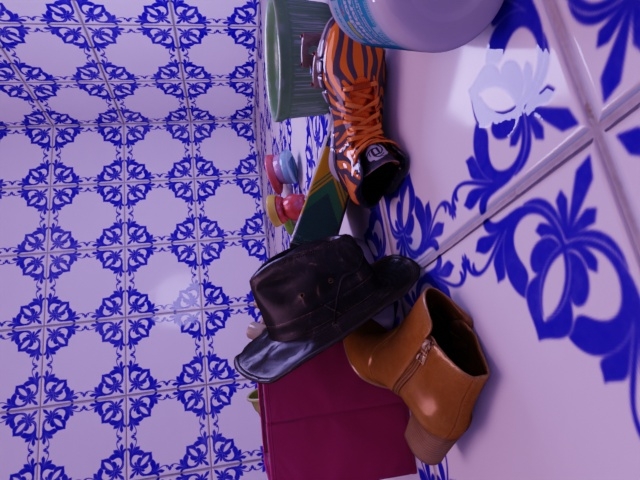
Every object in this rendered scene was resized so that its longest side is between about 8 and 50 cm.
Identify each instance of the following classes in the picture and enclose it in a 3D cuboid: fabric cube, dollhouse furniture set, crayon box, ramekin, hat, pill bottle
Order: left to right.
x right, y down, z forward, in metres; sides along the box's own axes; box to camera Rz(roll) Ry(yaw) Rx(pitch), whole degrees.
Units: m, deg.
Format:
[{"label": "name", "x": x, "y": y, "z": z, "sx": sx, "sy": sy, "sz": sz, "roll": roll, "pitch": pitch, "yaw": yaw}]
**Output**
[{"label": "ramekin", "x": -0.053, "y": -0.461, "z": 1.194, "sx": 0.303, "sy": 0.148, "sz": 0.304, "roll": 176, "pitch": 90, "yaw": -78}, {"label": "hat", "x": -0.018, "y": 0.070, "z": 0.740, "sx": 0.134, "sy": 0.331, "sz": 0.331, "roll": 59, "pitch": 173, "yaw": -10}, {"label": "crayon box", "x": 0.009, "y": -0.054, "z": 1.013, "sx": 0.203, "sy": 0.083, "sz": 0.323, "roll": 101, "pitch": -176, "yaw": -54}, {"label": "fabric cube", "x": 0.010, "y": 0.313, "z": 0.919, "sx": 0.254, "sy": 0.257, "sz": 0.259, "roll": 146, "pitch": 119, "yaw": -76}, {"label": "dollhouse furniture set", "x": 0.032, "y": -0.285, "z": 0.890, "sx": 0.129, "sy": 0.128, "sz": 0.184, "roll": -109, "pitch": 18, "yaw": -51}, {"label": "pill bottle", "x": 0.091, "y": -0.302, "z": 0.546, "sx": 0.264, "sy": 0.146, "sz": 0.146, "roll": -118, "pitch": 26, "yaw": -64}]

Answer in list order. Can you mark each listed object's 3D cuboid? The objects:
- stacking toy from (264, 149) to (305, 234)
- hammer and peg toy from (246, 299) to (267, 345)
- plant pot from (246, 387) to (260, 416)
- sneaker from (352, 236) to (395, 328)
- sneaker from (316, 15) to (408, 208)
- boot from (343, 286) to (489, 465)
[{"label": "stacking toy", "x": -0.101, "y": -0.178, "z": 1.787, "sx": 0.279, "sy": 0.130, "sz": 0.309, "roll": 49, "pitch": -149, "yaw": -63}, {"label": "hammer and peg toy", "x": -0.182, "y": 0.320, "z": 1.687, "sx": 0.361, "sy": 0.127, "sz": 0.266, "roll": -28, "pitch": -47, "yaw": -62}, {"label": "plant pot", "x": -0.092, "y": 0.626, "z": 1.634, "sx": 0.276, "sy": 0.275, "sz": 0.254, "roll": 142, "pitch": 111, "yaw": -77}, {"label": "sneaker", "x": 0.052, "y": 0.078, "z": 0.962, "sx": 0.290, "sy": 0.122, "sz": 0.106, "roll": -114, "pitch": 20, "yaw": -62}, {"label": "sneaker", "x": 0.081, "y": -0.197, "z": 0.765, "sx": 0.180, "sy": 0.124, "sz": 0.321, "roll": -116, "pitch": 13, "yaw": -52}, {"label": "boot", "x": 0.128, "y": 0.145, "z": 0.676, "sx": 0.295, "sy": 0.104, "sz": 0.211, "roll": -123, "pitch": 35, "yaw": -50}]
